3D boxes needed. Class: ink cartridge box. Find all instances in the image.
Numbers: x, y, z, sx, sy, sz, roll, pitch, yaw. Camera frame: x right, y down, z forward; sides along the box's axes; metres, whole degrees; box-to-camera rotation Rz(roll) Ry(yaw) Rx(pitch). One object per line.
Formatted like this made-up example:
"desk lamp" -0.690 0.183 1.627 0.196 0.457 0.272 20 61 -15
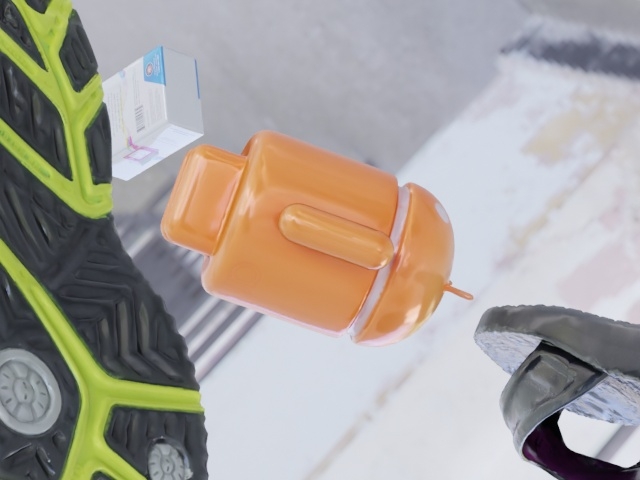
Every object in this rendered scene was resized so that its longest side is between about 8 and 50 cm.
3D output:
"ink cartridge box" -0.177 -0.125 1.906 0.122 0.088 0.052 -26 150 37

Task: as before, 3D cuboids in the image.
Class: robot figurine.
"robot figurine" 0.000 -0.001 1.360 0.219 0.128 0.158 20 139 -7

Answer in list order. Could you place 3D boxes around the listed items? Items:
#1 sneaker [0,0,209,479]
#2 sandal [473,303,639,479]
"sneaker" -0.159 0.046 0.875 0.145 0.385 0.147 18 139 -42
"sandal" 0.205 0.125 1.382 0.167 0.107 0.446 31 173 -11
